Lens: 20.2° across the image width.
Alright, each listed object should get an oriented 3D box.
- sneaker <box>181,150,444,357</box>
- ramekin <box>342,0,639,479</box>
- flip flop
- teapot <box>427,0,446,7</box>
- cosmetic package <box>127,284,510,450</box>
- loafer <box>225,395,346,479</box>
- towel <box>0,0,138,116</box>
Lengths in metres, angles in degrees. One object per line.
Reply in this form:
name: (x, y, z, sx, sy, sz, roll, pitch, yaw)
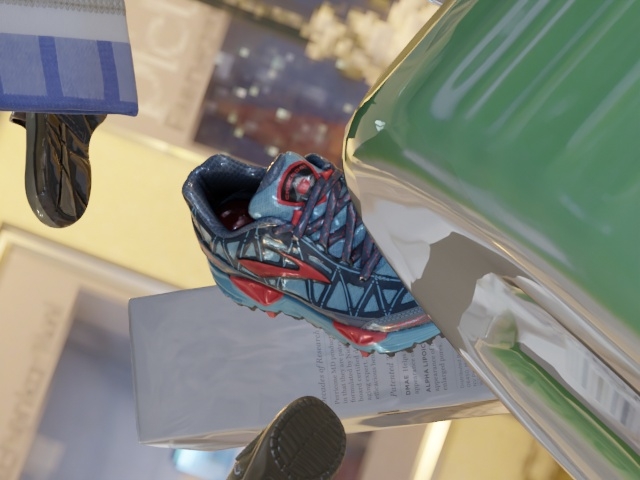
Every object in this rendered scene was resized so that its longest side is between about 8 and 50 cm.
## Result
sneaker: (0.000, 0.000, 1.264, 0.104, 0.262, 0.125, -56, -44, -29)
ramekin: (0.146, 0.018, 0.514, 0.148, 0.303, 0.303, -44, -4, -7)
flip flop: (-0.280, -0.116, 1.848, 0.112, 0.080, 0.277, 49, -152, -40)
teapot: (0.165, -0.234, 1.108, 0.256, 0.187, 0.252, -51, -23, -49)
cosmetic package: (0.023, 0.113, 1.793, 0.217, 0.385, 0.156, 23, -122, -68)
loafer: (-0.034, 0.151, 1.116, 0.050, 0.056, 0.148, -32, 11, 42)
towel: (-0.249, -0.234, 1.405, 0.034, 0.209, 0.285, -21, 76, 46)
